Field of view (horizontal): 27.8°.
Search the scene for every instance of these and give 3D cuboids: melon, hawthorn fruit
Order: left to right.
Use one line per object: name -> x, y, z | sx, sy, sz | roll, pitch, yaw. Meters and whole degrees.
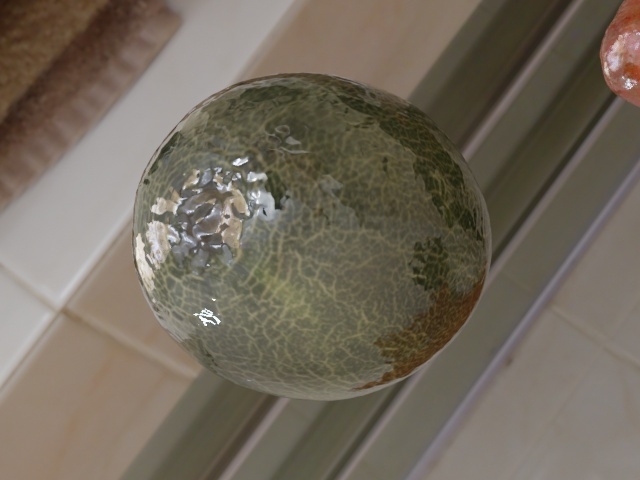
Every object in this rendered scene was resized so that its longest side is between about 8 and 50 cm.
melon -> 0.000, 0.000, 0.947 | 0.237, 0.237, 0.301 | 34, -169, 28
hawthorn fruit -> 0.312, -0.171, 1.157 | 0.128, 0.128, 0.128 | 37, 175, 4
